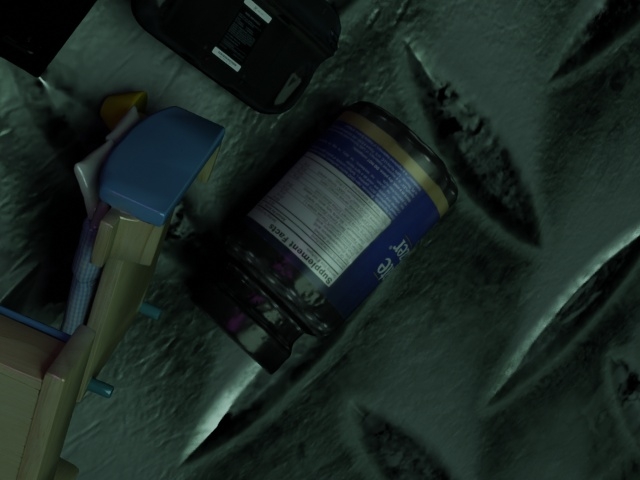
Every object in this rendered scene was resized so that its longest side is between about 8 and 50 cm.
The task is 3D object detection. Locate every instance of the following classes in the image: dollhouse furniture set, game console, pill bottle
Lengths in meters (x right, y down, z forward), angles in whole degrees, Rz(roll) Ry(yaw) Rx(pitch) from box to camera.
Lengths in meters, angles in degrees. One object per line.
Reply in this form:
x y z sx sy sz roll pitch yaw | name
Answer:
-0.231 0.047 0.791 0.198 0.303 0.286 24 124 1 | dollhouse furniture set
-0.107 -0.181 0.768 0.213 0.044 0.361 -50 144 6 | game console
0.000 0.000 0.919 0.219 0.123 0.123 -47 128 -6 | pill bottle
